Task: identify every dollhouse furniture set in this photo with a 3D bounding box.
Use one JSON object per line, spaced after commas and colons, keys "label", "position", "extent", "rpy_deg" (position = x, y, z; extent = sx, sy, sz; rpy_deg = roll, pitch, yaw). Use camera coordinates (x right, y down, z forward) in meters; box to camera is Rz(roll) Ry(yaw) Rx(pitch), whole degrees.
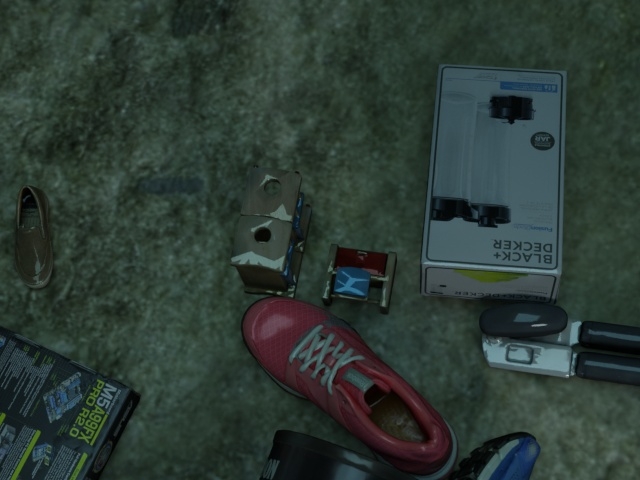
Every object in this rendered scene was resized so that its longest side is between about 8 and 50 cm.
{"label": "dollhouse furniture set", "position": [0.000, 0.000, 1.485], "extent": [0.184, 0.129, 0.128], "rpy_deg": [8, 73, 8]}

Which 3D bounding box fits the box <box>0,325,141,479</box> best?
{"label": "box", "position": [-0.377, 0.259, 1.467], "extent": [0.216, 0.060, 0.270], "rpy_deg": [23, 75, 11]}

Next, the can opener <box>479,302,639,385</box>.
{"label": "can opener", "position": [0.329, 0.126, 1.436], "extent": [0.284, 0.095, 0.076], "rpy_deg": [7, 73, 13]}

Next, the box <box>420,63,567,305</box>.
{"label": "box", "position": [0.216, -0.072, 1.491], "extent": [0.169, 0.087, 0.289], "rpy_deg": [5, 63, 7]}

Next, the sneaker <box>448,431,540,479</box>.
{"label": "sneaker", "position": [0.187, 0.376, 1.367], "extent": [0.147, 0.130, 0.330], "rpy_deg": [23, 78, -4]}

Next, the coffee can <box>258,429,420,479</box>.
{"label": "coffee can", "position": [-0.006, 0.372, 1.326], "extent": [0.202, 0.201, 0.275], "rpy_deg": [19, 74, 10]}

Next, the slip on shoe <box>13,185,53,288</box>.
{"label": "slip on shoe", "position": [-0.372, -0.006, 1.562], "extent": [0.051, 0.041, 0.135], "rpy_deg": [-3, 72, 3]}

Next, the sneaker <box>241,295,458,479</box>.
{"label": "sneaker", "position": [0.037, 0.158, 1.428], "extent": [0.314, 0.136, 0.116], "rpy_deg": [37, 77, 15]}
